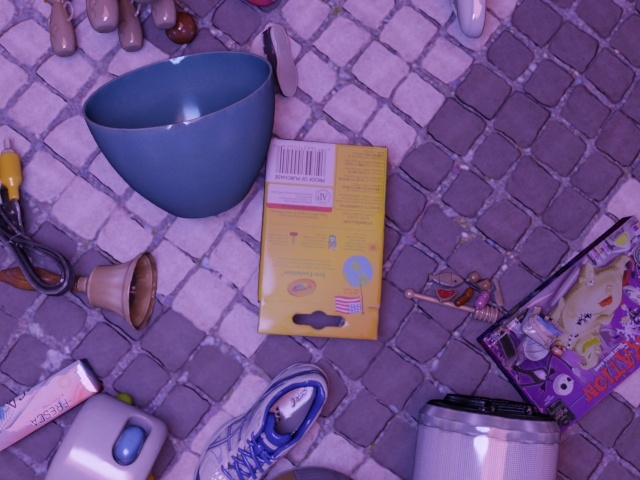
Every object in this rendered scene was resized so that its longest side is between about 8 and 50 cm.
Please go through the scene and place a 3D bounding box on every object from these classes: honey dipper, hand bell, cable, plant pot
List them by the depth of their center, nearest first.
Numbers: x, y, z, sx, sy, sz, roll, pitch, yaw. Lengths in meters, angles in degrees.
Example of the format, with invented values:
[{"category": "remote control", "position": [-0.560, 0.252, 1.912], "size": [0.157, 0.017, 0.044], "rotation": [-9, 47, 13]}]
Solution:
[{"category": "plant pot", "position": [-0.197, -0.150, 1.319], "size": [0.290, 0.290, 0.195], "rotation": [-16, 121, -7]}, {"category": "cable", "position": [-0.496, -0.023, 1.326], "size": [0.139, 0.072, 0.287], "rotation": [-31, 67, -4]}, {"category": "hand bell", "position": [-0.398, 0.070, 1.356], "size": [0.242, 0.126, 0.126], "rotation": [5, 84, 8]}, {"category": "honey dipper", "position": [0.219, 0.109, 1.432], "size": [0.160, 0.030, 0.031], "rotation": [13, 83, -1]}]

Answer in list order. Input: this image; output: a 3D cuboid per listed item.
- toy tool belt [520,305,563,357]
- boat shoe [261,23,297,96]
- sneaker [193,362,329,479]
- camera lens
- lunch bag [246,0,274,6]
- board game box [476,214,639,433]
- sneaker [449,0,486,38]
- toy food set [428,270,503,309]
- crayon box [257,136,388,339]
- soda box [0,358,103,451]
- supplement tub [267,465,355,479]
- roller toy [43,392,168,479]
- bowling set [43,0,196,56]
[{"category": "toy tool belt", "position": [0.372, 0.148, 1.385], "size": [0.083, 0.052, 0.051], "rotation": [35, 90, -1]}, {"category": "boat shoe", "position": [-0.073, -0.303, 1.442], "size": [0.046, 0.038, 0.125], "rotation": [-15, 91, -48]}, {"category": "sneaker", "position": [-0.099, 0.312, 1.330], "size": [0.112, 0.131, 0.296], "rotation": [38, 84, -2]}, {"category": "camera lens", "position": [0.250, 0.383, 1.308], "size": [0.219, 0.219, 0.274], "rotation": [8, 83, -4]}, {"category": "lunch bag", "position": [-0.099, -0.574, 1.433], "size": [0.258, 0.120, 0.293], "rotation": [41, 81, 4]}, {"category": "board game box", "position": [0.462, 0.142, 1.442], "size": [0.347, 0.056, 0.208], "rotation": [-38, 93, -8]}, {"category": "sneaker", "position": [0.213, -0.477, 1.462], "size": [0.123, 0.106, 0.290], "rotation": [-8, 75, 1]}, {"category": "toy food set", "position": [0.246, 0.083, 1.423], "size": [0.122, 0.019, 0.078], "rotation": [0, 54, -8]}, {"category": "crayon box", "position": [0.000, 0.000, 1.395], "size": [0.202, 0.081, 0.319], "rotation": [5, 83, -5]}, {"category": "soda box", "position": [-0.440, 0.259, 1.340], "size": [0.183, 0.058, 0.063], "rotation": [-32, 88, -8]}, {"category": "supplement tub", "position": [-0.009, 0.460, 1.220], "size": [0.241, 0.331, 0.241], "rotation": [1, 84, -6]}, {"category": "roller toy", "position": [-0.319, 0.343, 1.274], "size": [0.146, 0.191, 0.209], "rotation": [26, 82, -3]}, {"category": "bowling set", "position": [-0.306, -0.403, 1.388], "size": [0.287, 0.199, 0.154], "rotation": [-16, 78, 35]}]
